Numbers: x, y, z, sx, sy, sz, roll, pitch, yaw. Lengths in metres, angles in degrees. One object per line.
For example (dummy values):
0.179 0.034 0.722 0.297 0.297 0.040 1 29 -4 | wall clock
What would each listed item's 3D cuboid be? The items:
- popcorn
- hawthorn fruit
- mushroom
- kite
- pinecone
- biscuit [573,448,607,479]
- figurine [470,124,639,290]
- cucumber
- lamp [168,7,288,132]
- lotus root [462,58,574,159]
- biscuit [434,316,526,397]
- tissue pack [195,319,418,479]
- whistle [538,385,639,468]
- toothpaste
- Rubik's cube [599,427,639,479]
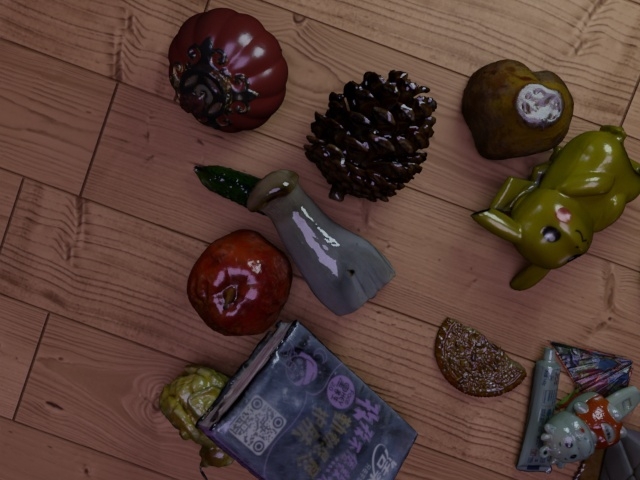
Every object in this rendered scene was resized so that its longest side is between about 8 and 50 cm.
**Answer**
-0.229 0.347 1.062 0.168 0.173 0.195 -7 125 36 | popcorn
-0.157 0.087 0.994 0.208 0.243 0.207 0 96 1 | hawthorn fruit
0.000 0.000 1.024 0.328 0.122 0.159 50 52 -17 | mushroom
0.563 0.289 1.114 0.183 0.014 0.241 -37 93 5 | kite
0.096 -0.189 0.989 0.224 0.224 0.272 37 89 -2 | pinecone
0.632 0.561 1.130 0.237 0.013 0.232 26 93 0 | biscuit
0.453 -0.069 1.013 0.218 0.169 0.326 40 87 -25 | figurine
-0.149 -0.102 1.072 0.227 0.069 0.069 22 94 3 | cucumber
-0.172 -0.304 0.983 0.227 0.227 0.226 0 94 1 | lamp
0.379 -0.256 1.001 0.188 0.180 0.199 -21 94 6 | lotus root
0.318 0.257 1.107 0.206 0.025 0.126 34 94 -1 | biscuit
-0.011 0.357 1.001 0.361 0.122 0.259 45 65 -14 | tissue pack
0.535 0.364 1.060 0.253 0.106 0.101 -24 133 -15 | whistle
0.457 0.351 1.101 0.069 0.047 0.268 1 97 -33 | toothpaste
0.689 0.518 1.010 0.225 0.221 0.231 12 93 0 | Rubik's cube
